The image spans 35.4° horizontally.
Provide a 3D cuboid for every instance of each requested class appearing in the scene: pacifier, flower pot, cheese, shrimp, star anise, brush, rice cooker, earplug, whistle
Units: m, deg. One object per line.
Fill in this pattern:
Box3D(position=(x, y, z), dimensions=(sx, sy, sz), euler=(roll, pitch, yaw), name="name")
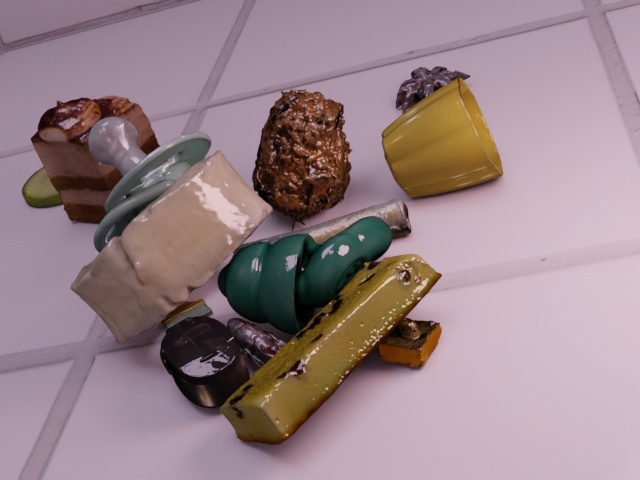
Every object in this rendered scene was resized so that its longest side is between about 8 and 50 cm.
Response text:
Box3D(position=(-0.356, -0.121, 1.927), dimensions=(0.288, 0.343, 0.269), euler=(-37, 75, -25), name="pacifier")
Box3D(position=(0.216, -0.175, 1.836), dimensions=(0.179, 0.195, 0.195), euler=(-23, 28, 18), name="flower pot")
Box3D(position=(-0.249, 0.012, 1.662), dimensions=(0.332, 0.153, 0.292), euler=(-46, 6, -20), name="cheese")
Box3D(position=(-0.089, 0.166, 1.552), dimensions=(0.165, 0.065, 0.056), euler=(36, 77, 32), name="shrimp")
Box3D(position=(0.243, -0.339, 2.200), dimensions=(0.181, 0.061, 0.204), euler=(-5, 32, 23), name="star anise")
Box3D(position=(-0.266, 0.108, 1.808), dimensions=(0.083, 0.011, 0.205), euler=(-29, 30, -15), name="brush")
Box3D(position=(-0.177, 0.185, 1.534), dimensions=(0.112, 0.106, 0.165), euler=(-30, 27, -17), name="rice cooker")
Box3D(position=(-0.024, 0.040, 1.614), dimensions=(0.280, 0.163, 0.257), euler=(-2, 39, 5), name="earplug")
Box3D(position=(0.000, 0.000, 1.779), dimensions=(0.327, 0.057, 0.067), euler=(-16, 72, 8), name="whistle")

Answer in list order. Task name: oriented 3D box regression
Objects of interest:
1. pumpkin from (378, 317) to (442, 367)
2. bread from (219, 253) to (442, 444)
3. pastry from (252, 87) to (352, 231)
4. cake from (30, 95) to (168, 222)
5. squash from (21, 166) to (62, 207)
Box3D(position=(0.132, 0.144, 1.474), dimensions=(0.074, 0.053, 0.083), euler=(2, 28, 29), name="pumpkin")
Box3D(position=(0.018, 0.148, 1.455), dimensions=(0.361, 0.077, 0.138), euler=(-43, 13, -29), name="bread")
Box3D(position=(-0.022, -0.161, 1.909), dimensions=(0.193, 0.274, 0.275), euler=(16, 29, -11), name="pastry")
Box3D(position=(-0.482, -0.198, 2.162), dimensions=(0.196, 0.293, 0.198), euler=(6, 42, 36), name="cake")
Box3D(position=(-0.616, -0.151, 2.410), dimensions=(0.219, 0.041, 0.219), euler=(-15, 30, 9), name="squash")
